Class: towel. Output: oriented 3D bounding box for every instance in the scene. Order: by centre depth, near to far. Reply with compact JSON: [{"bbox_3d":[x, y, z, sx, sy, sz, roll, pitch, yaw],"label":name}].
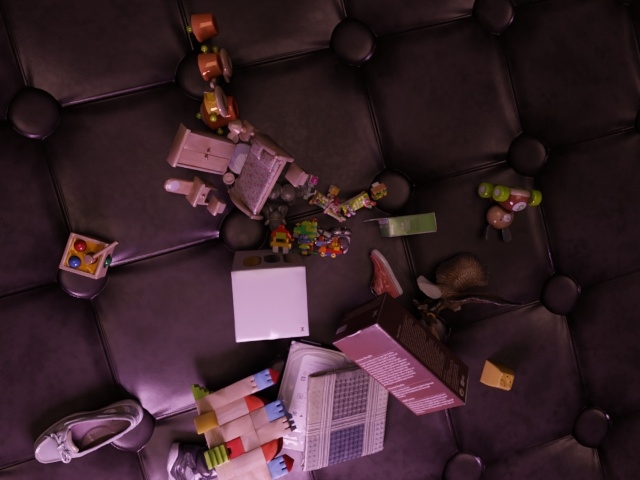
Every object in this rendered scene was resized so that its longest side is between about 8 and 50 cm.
[{"bbox_3d":[0.082,0.536,1.420,0.312,0.056,0.324,0,100,-30],"label":"towel"}]

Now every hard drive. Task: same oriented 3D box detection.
[{"bbox_3d":[-0.024,0.502,1.458,0.237,0.064,0.338,15,91,-7],"label":"hard drive"}]

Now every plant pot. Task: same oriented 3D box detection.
[{"bbox_3d":[0.604,0.460,1.528,0.081,0.083,0.081,17,90,-8],"label":"plant pot"}]

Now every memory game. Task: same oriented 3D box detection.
[{"bbox_3d":[-0.244,-0.255,1.429,0.186,0.012,0.186,0,93,-8],"label":"memory game"}]

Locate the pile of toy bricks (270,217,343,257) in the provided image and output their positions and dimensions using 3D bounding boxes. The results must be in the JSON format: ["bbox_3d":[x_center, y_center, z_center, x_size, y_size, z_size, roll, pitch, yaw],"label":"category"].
[{"bbox_3d":[-0.033,-0.015,1.348,0.212,0.118,0.105,5,101,10],"label":"pile of toy bricks"}]

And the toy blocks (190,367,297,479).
[{"bbox_3d":[-0.195,0.563,1.350,0.261,0.190,0.381,-23,71,-1],"label":"toy blocks"}]

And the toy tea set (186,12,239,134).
[{"bbox_3d":[-0.335,-0.483,1.330,0.124,0.200,0.335,-9,83,7],"label":"toy tea set"}]

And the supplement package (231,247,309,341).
[{"bbox_3d":[-0.148,0.145,1.316,0.199,0.262,0.198,-4,101,-8],"label":"supplement package"}]

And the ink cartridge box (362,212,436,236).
[{"bbox_3d":[0.250,-0.047,1.453,0.209,0.109,0.062,-7,92,-7],"label":"ink cartridge box"}]

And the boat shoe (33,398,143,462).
[{"bbox_3d":[-0.696,0.574,1.349,0.321,0.103,0.118,-17,94,-7],"label":"boat shoe"}]

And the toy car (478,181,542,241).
[{"bbox_3d":[0.604,-0.086,1.492,0.155,0.149,0.188,5,103,-18],"label":"toy car"}]

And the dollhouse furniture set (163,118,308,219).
[{"bbox_3d":[-0.253,-0.153,1.214,0.174,0.355,0.303,5,122,-49],"label":"dollhouse furniture set"}]

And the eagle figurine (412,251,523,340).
[{"bbox_3d":[0.450,0.170,1.454,0.298,0.225,0.226,-28,85,5],"label":"eagle figurine"}]

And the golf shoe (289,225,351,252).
[{"bbox_3d":[0.000,0.000,1.438,0.198,0.077,0.093,3,92,-7],"label":"golf shoe"}]

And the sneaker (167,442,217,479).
[{"bbox_3d":[-0.379,0.753,1.396,0.153,0.101,0.268,-6,90,-5],"label":"sneaker"}]

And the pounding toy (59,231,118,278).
[{"bbox_3d":[-0.671,0.039,1.337,0.141,0.100,0.130,18,90,-8],"label":"pounding toy"}]

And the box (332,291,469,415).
[{"bbox_3d":[0.244,0.345,1.354,0.381,0.191,0.143,42,42,-16],"label":"box"}]

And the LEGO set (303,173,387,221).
[{"bbox_3d":[0.085,-0.119,1.409,0.287,0.107,0.132,5,110,-21],"label":"LEGO set"}]

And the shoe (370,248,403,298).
[{"bbox_3d":[0.192,0.121,1.472,0.081,0.063,0.178,-32,100,-11],"label":"shoe"}]

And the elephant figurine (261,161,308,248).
[{"bbox_3d":[-0.140,-0.127,1.390,0.169,0.239,0.186,35,60,8],"label":"elephant figurine"}]
